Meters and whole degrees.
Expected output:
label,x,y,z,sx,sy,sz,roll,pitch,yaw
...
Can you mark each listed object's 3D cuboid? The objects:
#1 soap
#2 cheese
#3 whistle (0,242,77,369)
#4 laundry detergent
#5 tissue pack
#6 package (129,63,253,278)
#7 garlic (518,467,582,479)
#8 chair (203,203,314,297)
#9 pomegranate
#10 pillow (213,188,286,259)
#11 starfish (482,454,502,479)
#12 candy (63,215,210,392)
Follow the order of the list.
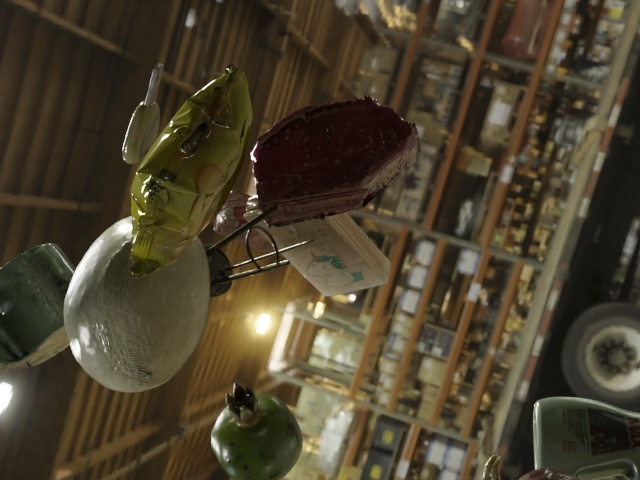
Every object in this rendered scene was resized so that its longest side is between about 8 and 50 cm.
label,x,y,z,sx,sy,sz,roll,pitch,yaw
soap,0.029,-0.139,1.602,0.112,0.289,0.182,78,-178,-66
cheese,-0.313,-0.232,1.699,0.097,0.037,0.192,-61,-7,-58
whistle,-0.588,0.150,1.793,0.404,0.168,0.188,-31,-11,-48
laundry detergent,0.707,0.501,2.208,0.125,0.397,0.264,79,-166,-55
tissue pack,0.000,0.000,1.966,0.325,0.170,0.071,47,-140,-42
package,-0.141,-0.073,1.028,0.226,0.090,0.168,-60,-6,-34
garlic,0.314,0.353,1.210,0.159,0.147,0.102,3,-63,-58
chair,-0.126,0.029,1.599,0.095,0.221,0.104,18,-123,-55
pomegranate,-0.133,0.375,1.862,0.187,0.187,0.225,-63,-32,-42
pillow,-0.119,-0.032,2.144,0.049,0.248,0.135,-62,-9,-52
starfish,0.250,0.492,1.401,0.094,0.375,0.327,4,-110,-41
candy,-0.291,0.093,1.469,0.185,0.295,0.296,21,-94,-44
